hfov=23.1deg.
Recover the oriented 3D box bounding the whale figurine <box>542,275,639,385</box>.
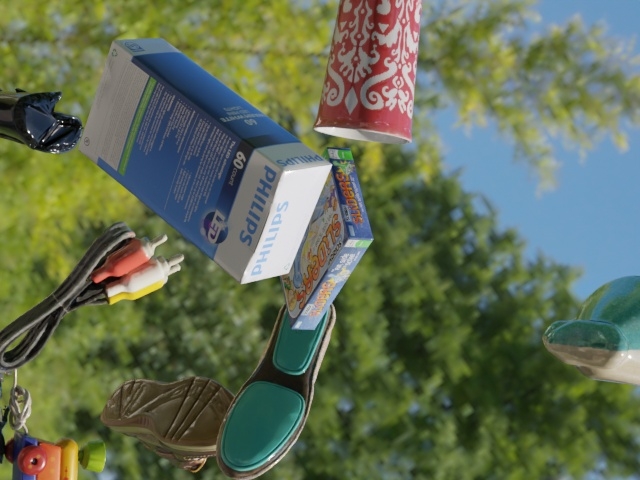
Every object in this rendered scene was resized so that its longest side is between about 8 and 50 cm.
[{"bbox_3d":[0.385,0.112,1.991,0.216,0.272,0.141,6,-92,33],"label":"whale figurine"}]

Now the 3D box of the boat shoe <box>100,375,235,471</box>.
[{"bbox_3d":[-0.209,0.296,2.458,0.342,0.123,0.123,-3,-42,49],"label":"boat shoe"}]

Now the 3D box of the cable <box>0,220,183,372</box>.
[{"bbox_3d":[-0.313,0.077,2.050,0.072,0.287,0.139,47,-13,26],"label":"cable"}]

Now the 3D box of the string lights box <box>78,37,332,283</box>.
[{"bbox_3d":[-0.122,-0.084,1.578,0.259,0.076,0.133,38,-60,29],"label":"string lights box"}]

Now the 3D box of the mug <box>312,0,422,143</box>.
[{"bbox_3d":[0.057,-0.200,1.774,0.150,0.113,0.169,155,-57,-88],"label":"mug"}]

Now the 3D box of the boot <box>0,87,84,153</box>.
[{"bbox_3d":[-0.474,-0.204,2.203,0.207,0.094,0.246,14,-12,45],"label":"boot"}]

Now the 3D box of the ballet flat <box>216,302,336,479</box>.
[{"bbox_3d":[-0.055,0.217,2.202,0.107,0.316,0.106,23,-31,10],"label":"ballet flat"}]

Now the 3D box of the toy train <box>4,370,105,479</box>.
[{"bbox_3d":[-0.372,0.302,2.236,0.105,0.143,0.248,-175,-93,-65],"label":"toy train"}]

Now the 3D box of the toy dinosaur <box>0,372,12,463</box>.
[{"bbox_3d":[-0.480,0.199,2.205,0.118,0.064,0.268,-102,-179,-53],"label":"toy dinosaur"}]

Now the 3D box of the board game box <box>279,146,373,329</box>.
[{"bbox_3d":[0.000,0.000,1.915,0.201,0.035,0.136,121,-36,-48],"label":"board game box"}]
